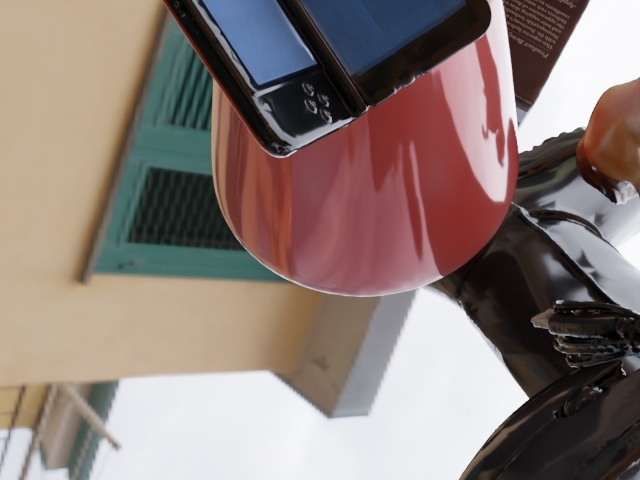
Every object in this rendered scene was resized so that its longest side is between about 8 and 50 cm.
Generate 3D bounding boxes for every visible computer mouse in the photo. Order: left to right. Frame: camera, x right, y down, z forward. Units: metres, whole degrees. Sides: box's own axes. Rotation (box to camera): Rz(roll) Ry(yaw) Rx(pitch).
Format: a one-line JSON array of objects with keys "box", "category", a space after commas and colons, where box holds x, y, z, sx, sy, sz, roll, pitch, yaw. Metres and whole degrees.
[{"box": [0.154, 0.143, 0.781, 0.272, 0.072, 0.188, -55, -153, -15], "category": "computer mouse"}]

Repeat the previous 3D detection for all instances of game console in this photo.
[{"box": [-0.007, -0.127, 0.523, 0.085, 0.124, 0.144, -33, -89, 30], "category": "game console"}]

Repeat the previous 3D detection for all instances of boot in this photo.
[{"box": [0.310, 0.068, 1.050, 0.445, 0.367, 0.146, 43, -40, 46], "category": "boot"}]

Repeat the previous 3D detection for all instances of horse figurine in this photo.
[{"box": [0.291, -0.099, 0.940, 0.263, 0.174, 0.066, -45, -160, 49], "category": "horse figurine"}]

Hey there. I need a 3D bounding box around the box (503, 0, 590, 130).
[{"box": [0.202, -0.233, 1.424, 0.168, 0.167, 0.203, 30, -115, 5], "category": "box"}]

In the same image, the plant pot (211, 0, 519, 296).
[{"box": [0.031, -0.132, 0.911, 0.274, 0.243, 0.275, -2, -120, 3], "category": "plant pot"}]
